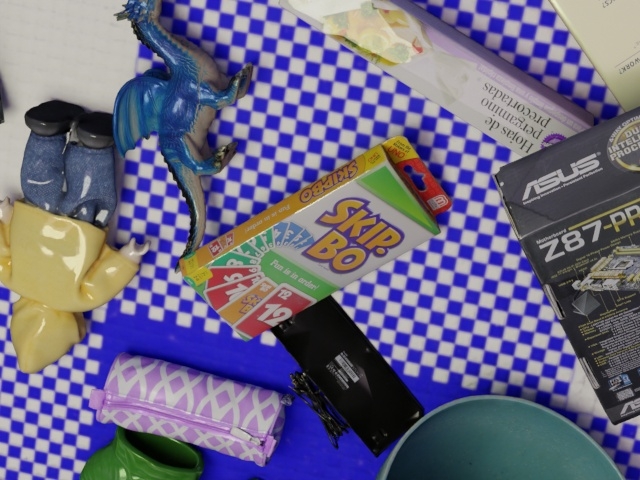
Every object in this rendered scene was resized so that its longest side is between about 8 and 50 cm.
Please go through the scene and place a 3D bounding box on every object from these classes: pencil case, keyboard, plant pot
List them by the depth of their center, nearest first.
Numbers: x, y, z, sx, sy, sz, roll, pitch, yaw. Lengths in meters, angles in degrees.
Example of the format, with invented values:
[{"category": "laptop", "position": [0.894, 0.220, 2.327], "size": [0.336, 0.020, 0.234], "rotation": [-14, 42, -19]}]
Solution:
[{"category": "plant pot", "position": [0.158, 0.326, 1.524], "size": [0.290, 0.290, 0.195], "rotation": [34, 146, -2]}, {"category": "keyboard", "position": [0.016, 0.142, 1.599], "size": [0.100, 0.038, 0.192], "rotation": [-39, 97, -5]}, {"category": "pencil case", "position": [-0.135, 0.182, 1.602], "size": [0.206, 0.088, 0.086], "rotation": [13, 114, 7]}]

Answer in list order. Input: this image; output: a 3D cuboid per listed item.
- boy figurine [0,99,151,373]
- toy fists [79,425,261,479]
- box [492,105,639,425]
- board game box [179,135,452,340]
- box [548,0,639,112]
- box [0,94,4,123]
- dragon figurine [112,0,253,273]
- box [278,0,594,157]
[{"category": "boy figurine", "position": [-0.263, 0.007, 1.567], "size": [0.177, 0.092, 0.285], "rotation": [12, 110, 7]}, {"category": "toy fists", "position": [-0.138, 0.317, 1.642], "size": [0.279, 0.096, 0.142], "rotation": [26, 112, 0]}, {"category": "box", "position": [0.388, -0.015, 1.338], "size": [0.395, 0.097, 0.318], "rotation": [-24, 138, 10]}, {"category": "board game box", "position": [0.000, 0.000, 1.507], "size": [0.259, 0.039, 0.124], "rotation": [-31, 133, 10]}, {"category": "box", "position": [0.358, -0.201, 1.375], "size": [0.213, 0.117, 0.243], "rotation": [-34, 98, 18]}, {"category": "box", "position": [-0.425, -0.155, 1.491], "size": [0.147, 0.180, 0.077], "rotation": [-18, 70, 14]}, {"category": "dragon figurine", "position": [-0.155, -0.124, 1.507], "size": [0.144, 0.085, 0.289], "rotation": [15, 109, 5]}, {"category": "box", "position": [0.113, -0.174, 1.455], "size": [0.324, 0.067, 0.063], "rotation": [31, 111, -2]}]
